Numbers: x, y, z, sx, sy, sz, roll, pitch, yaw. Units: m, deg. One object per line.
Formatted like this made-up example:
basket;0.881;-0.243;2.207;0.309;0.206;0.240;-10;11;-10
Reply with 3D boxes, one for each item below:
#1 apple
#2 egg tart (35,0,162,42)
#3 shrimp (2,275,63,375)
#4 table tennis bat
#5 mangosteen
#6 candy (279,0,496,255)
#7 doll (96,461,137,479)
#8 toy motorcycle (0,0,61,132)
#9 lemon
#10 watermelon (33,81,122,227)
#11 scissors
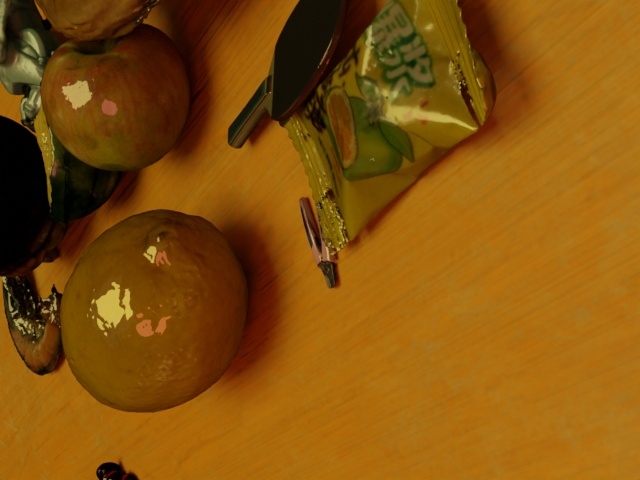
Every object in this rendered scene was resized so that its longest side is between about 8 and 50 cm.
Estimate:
apple;-0.269;-0.188;0.994;0.196;0.196;0.196;6;99;47
egg tart;-0.224;-0.453;0.918;0.443;0.178;0.443;-5;83;45
shrimp;-0.563;0.115;1.445;0.222;0.054;0.290;-34;72;45
table tennis bat;-0.041;-0.190;0.833;0.274;0.021;0.154;-43;38;47
mangosteen;-0.577;-0.080;1.266;0.297;0.313;0.297;5;107;18
candy;0.055;-0.126;0.728;0.297;0.081;0.187;-42;62;53
doll;-0.308;0.461;1.179;0.249;0.088;0.127;37;120;43
toy motorcycle;-0.479;-0.330;1.254;0.206;0.154;0.260;-32;85;23
lemon;-0.204;0.090;0.922;0.263;0.236;0.236;-28;74;39
watermelon;-0.370;-0.132;1.152;0.204;0.127;0.232;-147;52;-68
scissors;0.000;0.000;0.846;0.039;0.012;0.113;-22;77;47
